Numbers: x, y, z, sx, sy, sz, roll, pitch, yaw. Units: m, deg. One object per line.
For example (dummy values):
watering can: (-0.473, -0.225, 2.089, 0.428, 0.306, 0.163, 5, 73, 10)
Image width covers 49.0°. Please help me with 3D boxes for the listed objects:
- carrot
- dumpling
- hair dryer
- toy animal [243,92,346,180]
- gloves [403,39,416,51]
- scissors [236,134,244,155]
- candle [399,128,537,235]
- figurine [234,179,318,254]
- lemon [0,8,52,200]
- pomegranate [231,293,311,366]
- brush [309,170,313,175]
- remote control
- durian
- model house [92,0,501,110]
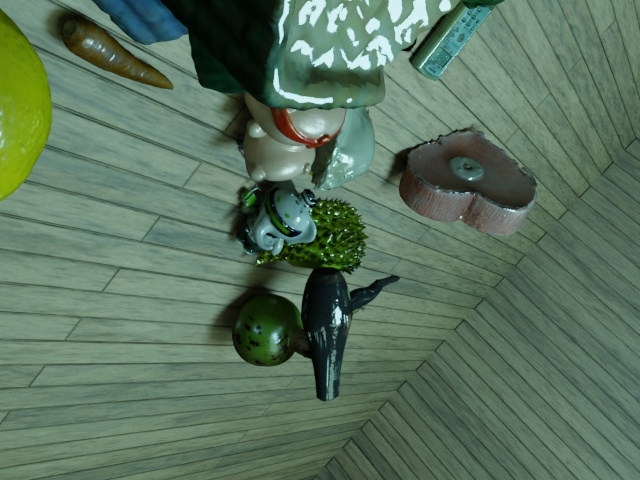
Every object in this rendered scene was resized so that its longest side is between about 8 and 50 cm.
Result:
carrot: (-0.262, -0.238, 0.940, 0.048, 0.048, 0.216, -48, 157, 10)
dumpling: (0.040, -0.204, 1.295, 0.172, 0.142, 0.247, 106, 7, -49)
hair dryer: (0.090, 0.172, 1.601, 0.359, 0.120, 0.303, -25, 116, -47)
toy animal: (-0.048, -0.201, 1.164, 0.171, 0.171, 0.197, -16, 151, -42)
gloves: (0.133, -0.439, 1.058, 0.301, 0.152, 0.197, -57, 172, 14)
scissors: (-0.123, -0.161, 1.264, 0.039, 0.012, 0.113, -43, 153, 1)
candle: (0.343, -0.146, 1.690, 0.317, 0.287, 0.131, 13, 137, -7)
figurine: (-0.085, -0.042, 1.374, 0.192, 0.147, 0.126, -34, 178, 25)
lemon: (-0.401, -0.146, 0.660, 0.245, 0.245, 0.320, -46, 153, 7)
pomegranate: (-0.099, 0.213, 1.640, 0.211, 0.179, 0.179, 11, 137, -4)
brush: (-0.018, -0.147, 1.433, 0.083, 0.011, 0.205, -48, 154, 9)
remote control: (0.274, -0.425, 1.391, 0.233, 0.038, 0.098, -51, 152, 17)
durian: (0.000, 0.000, 1.600, 0.169, 0.158, 0.352, -17, 168, 32)
model house: (-0.071, -0.318, 0.638, 0.400, 0.445, 0.395, -43, 155, -4)
